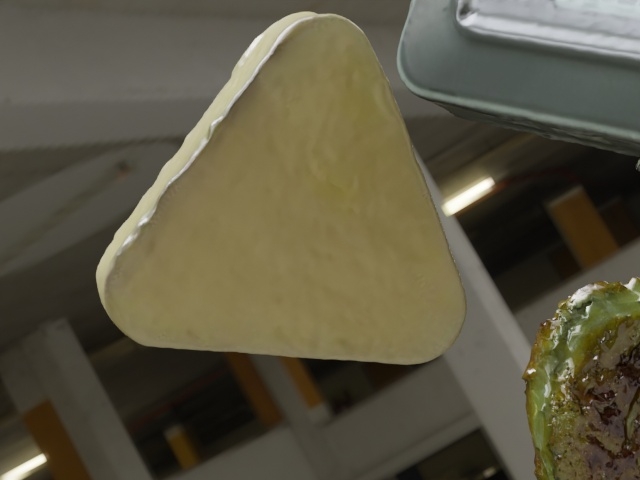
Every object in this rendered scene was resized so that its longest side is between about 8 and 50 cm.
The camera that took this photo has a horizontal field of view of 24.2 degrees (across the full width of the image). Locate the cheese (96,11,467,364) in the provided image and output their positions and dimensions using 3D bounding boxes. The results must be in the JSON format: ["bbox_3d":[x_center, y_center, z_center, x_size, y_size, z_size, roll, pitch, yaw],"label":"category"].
[{"bbox_3d":[-0.001,0.001,1.533,0.384,0.383,0.104,-28,16,-11],"label":"cheese"}]

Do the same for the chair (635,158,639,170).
[{"bbox_3d":[0.449,-0.233,1.940,0.270,0.136,0.147,-51,12,52],"label":"chair"}]

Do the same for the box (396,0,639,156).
[{"bbox_3d":[0.283,-0.272,1.287,0.397,0.395,0.111,15,-5,38],"label":"box"}]

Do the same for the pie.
[{"bbox_3d":[0.371,0.208,1.656,0.288,0.354,0.103,-31,11,-9],"label":"pie"}]
